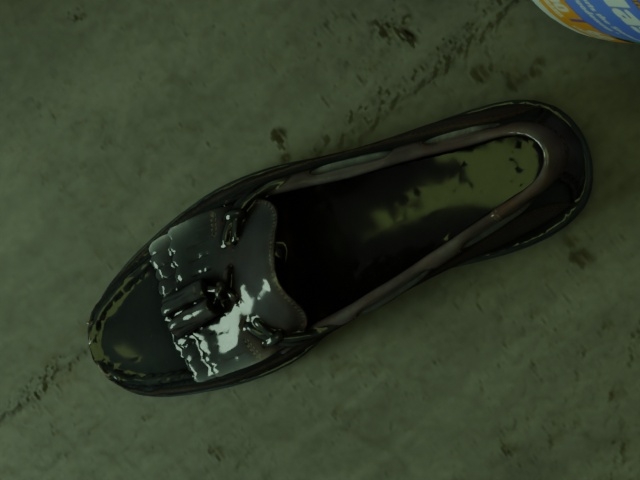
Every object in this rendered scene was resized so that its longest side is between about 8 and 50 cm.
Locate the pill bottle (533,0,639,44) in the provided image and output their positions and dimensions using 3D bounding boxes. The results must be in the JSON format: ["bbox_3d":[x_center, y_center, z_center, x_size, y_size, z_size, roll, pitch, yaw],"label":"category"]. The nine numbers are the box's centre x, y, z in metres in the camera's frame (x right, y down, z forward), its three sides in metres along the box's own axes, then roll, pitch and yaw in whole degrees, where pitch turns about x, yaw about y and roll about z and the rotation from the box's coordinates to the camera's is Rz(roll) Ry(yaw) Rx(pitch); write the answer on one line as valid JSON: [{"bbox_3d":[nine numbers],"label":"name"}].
[{"bbox_3d":[0.203,-0.162,0.859,0.152,0.272,0.152,-3,100,-19],"label":"pill bottle"}]

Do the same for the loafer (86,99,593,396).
[{"bbox_3d":[0.000,0.000,1.001,0.302,0.095,0.109,-24,84,10],"label":"loafer"}]
